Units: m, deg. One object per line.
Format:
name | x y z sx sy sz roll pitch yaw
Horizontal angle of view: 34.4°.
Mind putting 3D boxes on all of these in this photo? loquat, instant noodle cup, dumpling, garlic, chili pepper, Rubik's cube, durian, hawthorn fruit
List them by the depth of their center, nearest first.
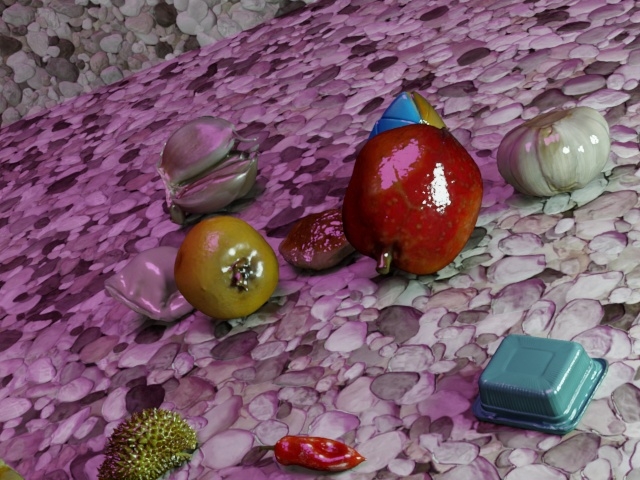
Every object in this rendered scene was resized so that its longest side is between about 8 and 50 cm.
instant noodle cup | 0.322 0.206 1.553 0.179 0.070 0.157 4 41 40
chili pepper | -0.017 0.332 1.617 0.191 0.050 0.059 0 20 25
durian | -0.322 0.355 1.767 0.208 0.102 0.146 -38 37 -16
hawthorn fruit | 0.165 -0.057 1.938 0.265 0.265 0.307 -4 52 33
garlic | 0.448 -0.165 1.992 0.228 0.152 0.228 -24 12 5
loquat | -0.187 0.054 2.053 0.208 0.208 0.208 -19 29 11
dumpling | -0.323 0.095 2.209 0.252 0.131 0.179 -19 41 -36
Rubik's cube | 0.190 -0.183 2.236 0.254 0.254 0.254 -19 29 11
garlic | -0.276 -0.181 2.530 0.292 0.210 0.237 -33 22 2

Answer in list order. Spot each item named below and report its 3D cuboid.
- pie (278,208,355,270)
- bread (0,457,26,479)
pie | 0.000 0.000 2.142 0.193 0.079 0.163 -2 39 36
bread | -0.626 0.475 1.686 0.341 0.210 0.300 -9 34 25
